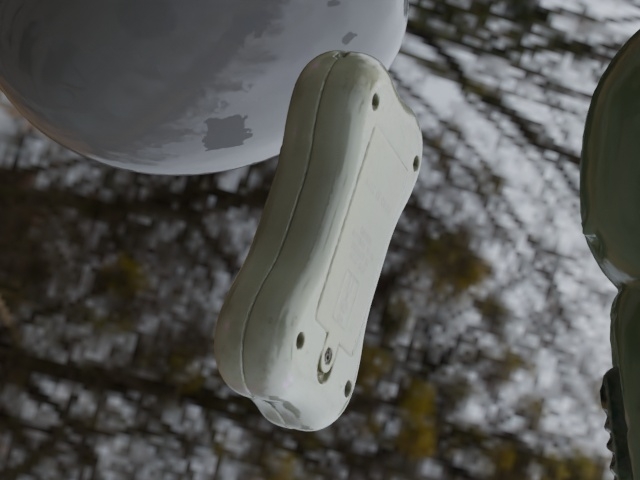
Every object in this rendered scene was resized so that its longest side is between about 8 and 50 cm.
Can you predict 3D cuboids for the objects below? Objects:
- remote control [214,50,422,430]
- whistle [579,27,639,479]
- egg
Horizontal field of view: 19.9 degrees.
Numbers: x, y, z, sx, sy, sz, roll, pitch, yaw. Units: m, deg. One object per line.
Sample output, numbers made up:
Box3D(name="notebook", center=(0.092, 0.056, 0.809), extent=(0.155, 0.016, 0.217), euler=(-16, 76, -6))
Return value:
Box3D(name="remote control", center=(0.000, 0.000, 0.611), extent=(0.074, 0.032, 0.122), euler=(51, 54, -59))
Box3D(name="whistle", center=(0.111, 0.038, 0.423), extent=(0.110, 0.092, 0.244), euler=(50, 34, -80))
Box3D(name="egg", center=(-0.067, -0.123, 0.983), extent=(0.176, 0.232, 0.176), euler=(-1, 90, -66))
